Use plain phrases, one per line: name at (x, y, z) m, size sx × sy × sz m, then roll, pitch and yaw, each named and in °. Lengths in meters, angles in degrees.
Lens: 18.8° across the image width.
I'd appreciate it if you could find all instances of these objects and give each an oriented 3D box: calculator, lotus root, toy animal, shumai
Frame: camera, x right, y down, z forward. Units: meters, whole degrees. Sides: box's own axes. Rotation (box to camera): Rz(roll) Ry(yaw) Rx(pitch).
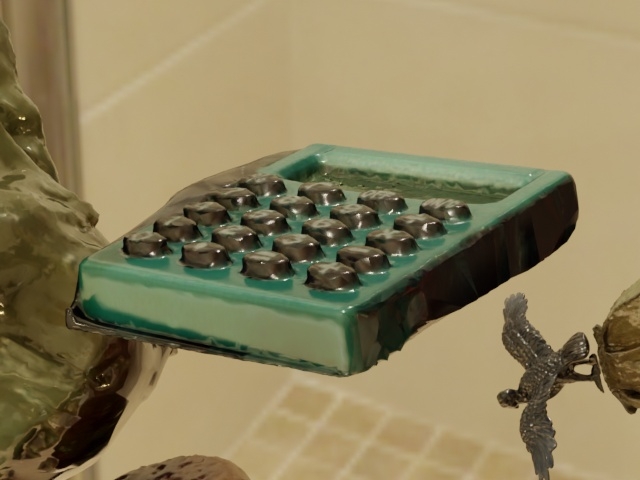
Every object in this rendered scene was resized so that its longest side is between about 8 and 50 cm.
calculator at (0.000, 0.000, 1.227) m, size 0.248 × 0.058 × 0.274 m, roll 8°, pitch 24°, yaw 38°
lotus root at (0.266, 0.067, 1.353) m, size 0.144 × 0.143 × 0.070 m, roll -12°, pitch 19°, yaw 38°
toy animal at (0.213, 0.129, 1.817) m, size 0.108 × 0.062 × 0.220 m, roll -20°, pitch 47°, yaw 19°
shumai at (-0.261, 0.022, 1.434) m, size 0.323 × 0.397 × 0.324 m, roll 28°, pitch 29°, yaw 10°

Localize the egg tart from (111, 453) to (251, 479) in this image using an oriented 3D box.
egg tart at (-0.110, 0.254, 1.432) m, size 0.202 × 0.147 × 0.202 m, roll -18°, pitch 17°, yaw 6°
